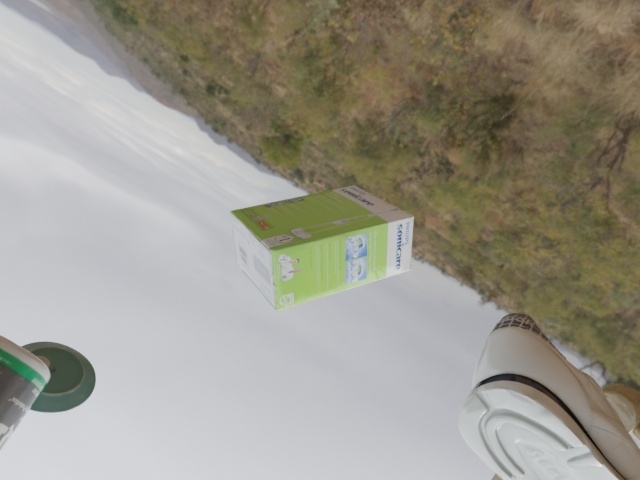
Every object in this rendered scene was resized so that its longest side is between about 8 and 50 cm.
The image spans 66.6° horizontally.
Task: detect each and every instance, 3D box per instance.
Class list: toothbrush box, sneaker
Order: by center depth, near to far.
[{"bbox_3d":[0.192,0.156,0.339,0.235,0.090,0.095,52,-143,-10],"label":"sneaker"},{"bbox_3d":[0.000,0.000,0.922,0.284,0.122,0.206,-16,-151,-25],"label":"toothbrush box"}]

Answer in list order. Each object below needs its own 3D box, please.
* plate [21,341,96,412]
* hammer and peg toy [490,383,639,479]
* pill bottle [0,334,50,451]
[{"bbox_3d":[-0.570,0.280,1.031,0.188,0.024,0.188,30,-156,-14],"label":"plate"},{"bbox_3d":[0.343,0.380,0.617,0.128,0.361,0.266,10,-158,-42],"label":"hammer and peg toy"},{"bbox_3d":[-0.625,0.325,0.763,0.204,0.360,0.204,14,143,11],"label":"pill bottle"}]
